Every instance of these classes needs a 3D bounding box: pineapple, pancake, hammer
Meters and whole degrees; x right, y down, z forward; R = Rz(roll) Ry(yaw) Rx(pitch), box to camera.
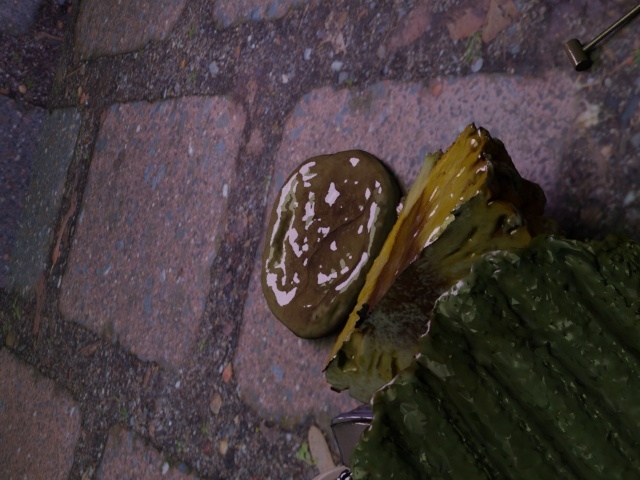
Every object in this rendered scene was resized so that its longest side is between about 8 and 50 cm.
[{"bbox_3d":[0.181,0.021,0.902,0.344,0.209,0.286,-56,5,40],"label":"pineapple"},{"bbox_3d":[0.000,0.000,1.200,0.294,0.049,0.294,-23,60,47],"label":"pancake"},{"bbox_3d":[0.319,-0.234,0.902,0.110,0.019,0.035,-40,50,34],"label":"hammer"}]

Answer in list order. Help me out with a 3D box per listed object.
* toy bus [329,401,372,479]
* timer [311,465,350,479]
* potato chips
[{"bbox_3d":[0.117,0.299,0.796,0.112,0.138,0.317,-10,97,48],"label":"toy bus"},{"bbox_3d":[0.030,0.420,0.969,0.175,0.175,0.266,51,134,46],"label":"timer"},{"bbox_3d":[0.238,0.200,0.653,0.358,0.070,0.429,-43,76,7],"label":"potato chips"}]
